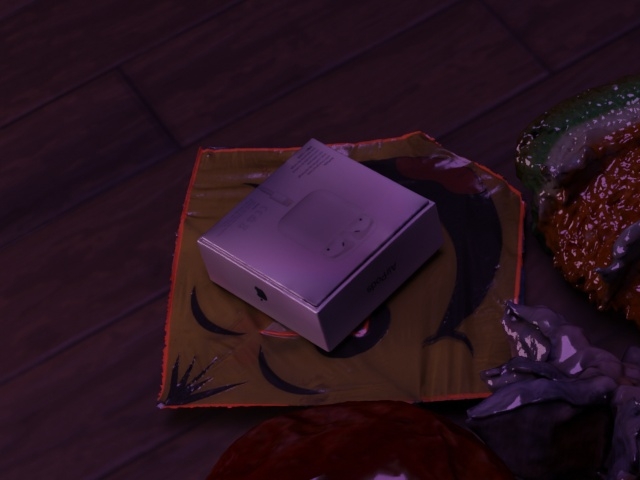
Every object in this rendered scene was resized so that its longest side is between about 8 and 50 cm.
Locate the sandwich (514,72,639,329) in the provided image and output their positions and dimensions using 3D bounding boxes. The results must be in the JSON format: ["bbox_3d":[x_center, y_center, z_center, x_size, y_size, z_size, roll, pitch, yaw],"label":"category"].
[{"bbox_3d":[0.246,-0.040,1.420,0.185,0.109,0.160,-31,46,-10],"label":"sandwich"}]

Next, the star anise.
[{"bbox_3d":[0.197,0.117,1.294,0.229,0.093,0.236,-1,28,-29],"label":"star anise"}]

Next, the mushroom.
[{"bbox_3d":[0.075,0.131,1.380,0.026,0.028,0.286,-31,48,-7],"label":"mushroom"}]

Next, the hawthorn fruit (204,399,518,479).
[{"bbox_3d":[0.046,0.207,1.190,0.230,0.210,0.266,-30,15,-30],"label":"hawthorn fruit"}]

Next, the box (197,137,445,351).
[{"bbox_3d":[0.000,0.000,1.450,0.129,0.051,0.130,30,62,35],"label":"box"}]

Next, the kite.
[{"bbox_3d":[0.002,0.028,1.469,0.327,0.013,0.377,-39,52,-22],"label":"kite"}]
